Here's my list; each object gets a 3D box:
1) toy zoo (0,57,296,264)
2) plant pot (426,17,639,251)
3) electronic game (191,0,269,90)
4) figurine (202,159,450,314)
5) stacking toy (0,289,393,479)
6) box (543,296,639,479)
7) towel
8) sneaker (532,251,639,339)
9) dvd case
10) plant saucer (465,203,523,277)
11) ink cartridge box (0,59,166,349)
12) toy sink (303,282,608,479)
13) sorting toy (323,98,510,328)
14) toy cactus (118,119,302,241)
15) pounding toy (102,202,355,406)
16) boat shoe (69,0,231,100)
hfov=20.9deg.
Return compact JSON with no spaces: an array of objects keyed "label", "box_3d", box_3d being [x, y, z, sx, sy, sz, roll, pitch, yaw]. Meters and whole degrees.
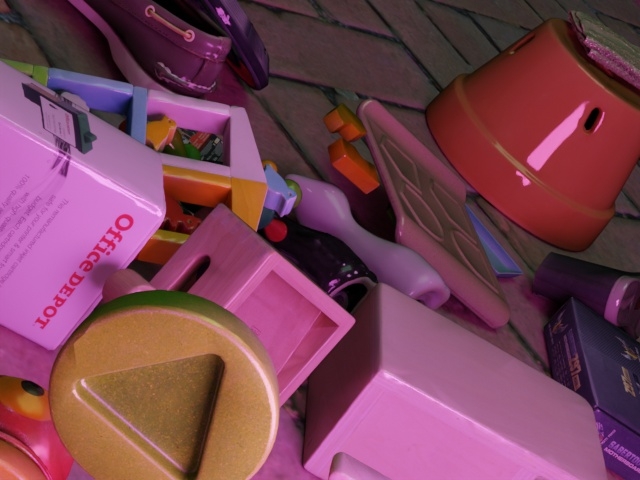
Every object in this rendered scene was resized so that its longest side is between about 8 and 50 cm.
[{"label":"toy zoo","box_3d":[-0.161,-0.061,1.468,0.293,0.030,0.192,11,43,-14]},{"label":"plant pot","box_3d":[0.316,-0.157,2.318,0.291,0.203,0.291,34,24,-18]},{"label":"electronic game","box_3d":[-0.130,-0.261,1.914,0.229,0.048,0.229,53,-5,7]},{"label":"figurine","box_3d":[0.000,0.000,1.712,0.215,0.092,0.209,8,36,-53]},{"label":"stacking toy","box_3d":[-0.085,0.152,1.066,0.309,0.279,0.130,40,24,-13]},{"label":"box","box_3d":[0.344,0.183,1.936,0.183,0.059,0.233,33,24,-15]},{"label":"towel","box_3d":[0.394,-0.249,2.307,0.148,0.027,0.110,30,26,-24]},{"label":"sneaker","box_3d":[0.340,0.059,2.128,0.118,0.083,0.222,22,-1,23]},{"label":"dvd case","box_3d":[-0.152,-0.116,1.768,0.119,0.013,0.087,39,23,-6]},{"label":"plant saucer","box_3d":[0.167,-0.025,2.089,0.192,0.018,0.067,51,26,24]},{"label":"ink cartridge box","box_3d":[-0.248,-0.039,1.299,0.219,0.160,0.093,31,25,-24]},{"label":"toy sink","box_3d":[0.113,0.172,1.514,0.234,0.131,0.153,29,25,-14]},{"label":"sorting toy","box_3d":[0.091,-0.051,1.911,0.307,0.041,0.229,39,25,-38]},{"label":"toy cactus","box_3d":[-0.111,-0.023,1.542,0.219,0.112,0.180,14,28,-31]},{"label":"pounding toy","box_3d":[-0.107,0.064,1.350,0.094,0.181,0.206,41,0,44]},{"label":"boat shoe","box_3d":[-0.200,-0.263,1.833,0.116,0.097,0.324,10,33,-48]}]
